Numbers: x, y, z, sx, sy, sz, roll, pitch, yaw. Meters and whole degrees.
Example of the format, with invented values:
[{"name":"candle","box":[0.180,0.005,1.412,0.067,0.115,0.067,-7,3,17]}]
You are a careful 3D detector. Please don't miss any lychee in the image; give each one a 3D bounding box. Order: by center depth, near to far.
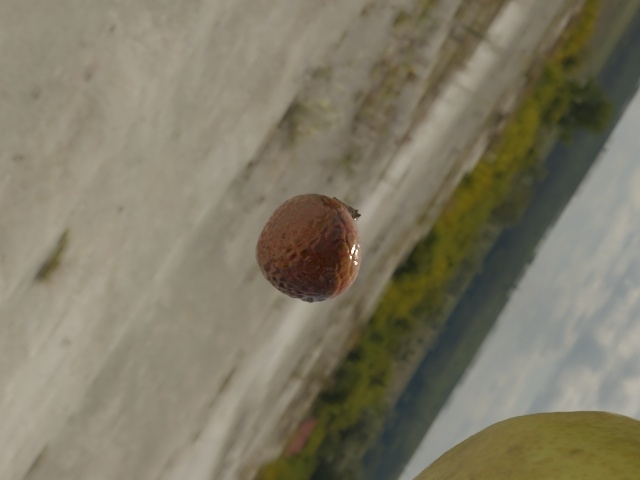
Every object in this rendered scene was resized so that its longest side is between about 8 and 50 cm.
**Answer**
[{"name":"lychee","box":[-0.003,-0.001,1.509,0.140,0.114,0.101,-30,154,-23]}]

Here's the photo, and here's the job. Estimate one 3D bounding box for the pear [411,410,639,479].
[{"name":"pear","box":[0.111,0.241,0.702,0.304,0.304,0.304,-57,173,-11]}]
